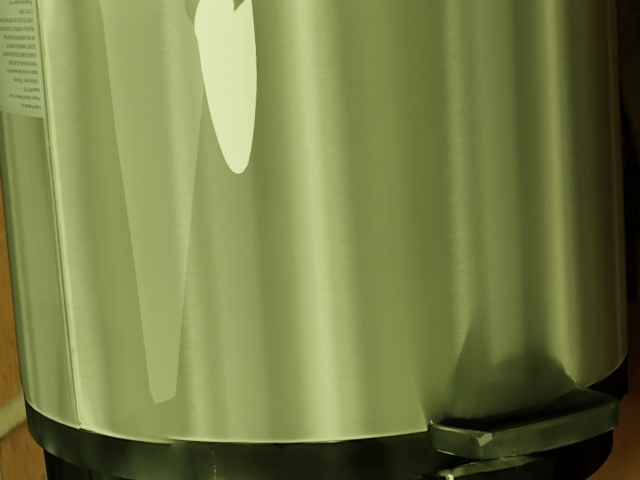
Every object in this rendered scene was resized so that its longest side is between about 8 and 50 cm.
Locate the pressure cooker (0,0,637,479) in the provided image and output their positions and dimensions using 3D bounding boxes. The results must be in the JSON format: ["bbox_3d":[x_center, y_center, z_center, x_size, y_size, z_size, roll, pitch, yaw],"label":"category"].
[{"bbox_3d":[-0.006,0.001,0.993,0.370,0.376,0.420,-43,-50,-75],"label":"pressure cooker"}]
